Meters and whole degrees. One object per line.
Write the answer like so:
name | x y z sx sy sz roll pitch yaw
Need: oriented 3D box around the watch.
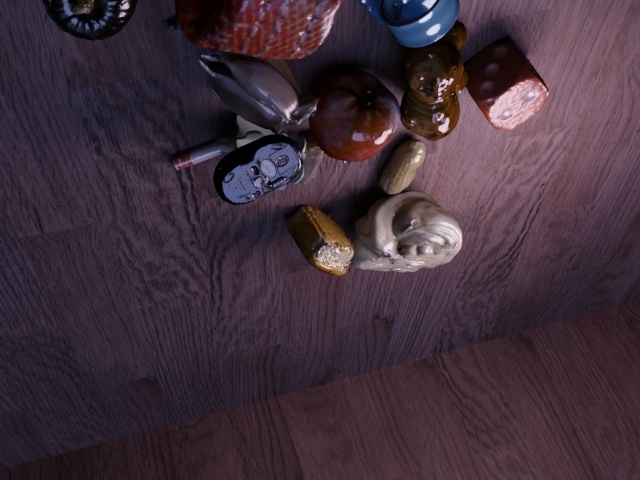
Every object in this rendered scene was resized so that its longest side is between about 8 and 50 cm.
watch | 0.211 -0.538 1.770 0.211 0.193 0.211 -14 144 -11

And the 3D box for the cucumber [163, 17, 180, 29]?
cucumber | -0.275 -0.491 1.720 0.155 0.037 0.037 -14 146 -11

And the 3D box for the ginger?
ginger | 0.295 -0.403 1.995 0.153 0.274 0.357 12 145 13

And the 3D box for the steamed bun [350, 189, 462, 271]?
steamed bun | 0.263 -0.037 2.483 0.339 0.247 0.352 -1 168 -10

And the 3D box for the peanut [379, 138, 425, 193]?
peanut | 0.252 -0.224 2.337 0.099 0.090 0.214 8 140 -18

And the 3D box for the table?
table | -0.156 -0.235 2.042 0.198 0.166 0.166 21 129 -43

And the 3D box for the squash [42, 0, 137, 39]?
squash | -0.453 -0.490 1.524 0.193 0.156 0.193 -13 122 -21

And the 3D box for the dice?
dice | 0.509 -0.423 2.114 0.179 0.173 0.175 -32 144 19

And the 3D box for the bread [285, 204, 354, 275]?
bread | 0.000 0.000 2.391 0.174 0.245 0.121 11 125 -40

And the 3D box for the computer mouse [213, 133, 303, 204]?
computer mouse | -0.159 -0.184 1.925 0.233 0.096 0.137 -27 121 -2

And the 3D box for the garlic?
garlic | -0.153 -0.359 1.813 0.292 0.237 0.210 37 113 -8

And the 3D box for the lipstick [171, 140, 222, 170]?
lipstick | -0.330 -0.227 2.066 0.131 0.038 0.038 -20 147 -1

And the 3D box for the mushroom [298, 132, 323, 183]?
mushroom | -0.039 -0.226 2.203 0.084 0.071 0.209 -1 146 -18

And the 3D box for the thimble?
thimble | -0.121 -0.525 1.480 0.231 0.350 0.350 -1 142 -34

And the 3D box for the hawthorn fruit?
hawthorn fruit | 0.069 -0.312 1.990 0.263 0.231 0.235 -33 106 27
